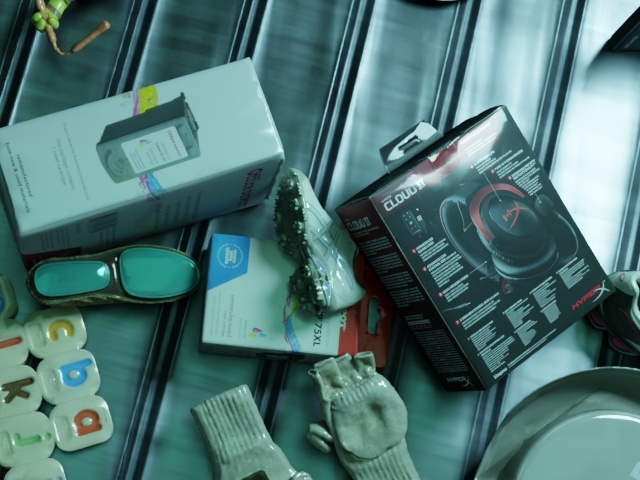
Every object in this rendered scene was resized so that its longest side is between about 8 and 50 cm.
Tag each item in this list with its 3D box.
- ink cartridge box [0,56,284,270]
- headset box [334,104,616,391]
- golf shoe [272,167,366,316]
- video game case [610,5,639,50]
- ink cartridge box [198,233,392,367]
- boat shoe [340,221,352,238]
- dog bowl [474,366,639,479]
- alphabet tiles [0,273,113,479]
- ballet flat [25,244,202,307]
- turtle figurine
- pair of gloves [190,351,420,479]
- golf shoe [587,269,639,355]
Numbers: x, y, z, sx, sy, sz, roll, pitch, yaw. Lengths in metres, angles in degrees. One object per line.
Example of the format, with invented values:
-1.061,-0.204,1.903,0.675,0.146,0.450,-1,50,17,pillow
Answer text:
-0.213,-0.082,1.820,0.306,0.226,0.131,-18,81,-12,ink cartridge box
0.175,-0.002,1.863,0.218,0.110,0.293,-35,97,-22,headset box
0.000,0.000,1.841,0.086,0.069,0.176,-6,77,-31,golf shoe
0.522,-0.279,1.973,0.274,0.196,0.026,-2,79,-8,video game case
-0.024,0.074,1.882,0.231,0.078,0.134,6,76,-6,ink cartridge box
0.106,-0.038,1.939,0.170,0.063,0.059,-30,94,-12,boat shoe
0.334,0.327,1.856,0.348,0.102,0.349,2,77,-7,dog bowl
-0.394,0.187,1.838,0.278,0.021,0.284,-16,79,-10,alphabet tiles
-0.244,0.044,1.865,0.206,0.067,0.073,1,80,-17,ballet flat
-0.294,-0.368,1.949,0.217,0.087,0.269,34,84,9,turtle figurine
-0.010,0.247,1.829,0.240,0.042,0.204,-16,98,-1,pair of gloves
0.445,0.137,1.907,0.273,0.120,0.105,36,73,1,golf shoe
